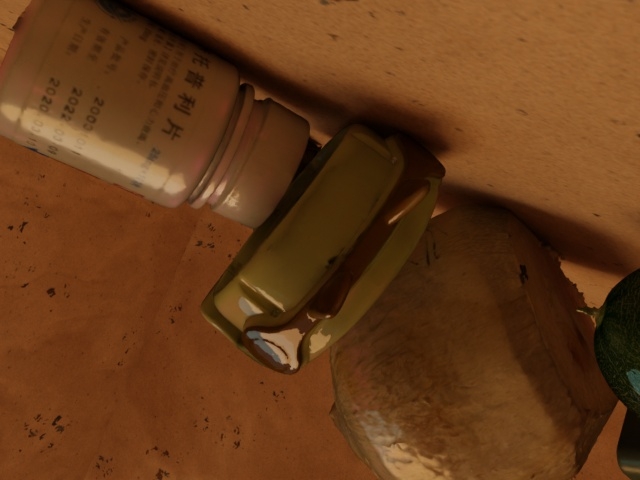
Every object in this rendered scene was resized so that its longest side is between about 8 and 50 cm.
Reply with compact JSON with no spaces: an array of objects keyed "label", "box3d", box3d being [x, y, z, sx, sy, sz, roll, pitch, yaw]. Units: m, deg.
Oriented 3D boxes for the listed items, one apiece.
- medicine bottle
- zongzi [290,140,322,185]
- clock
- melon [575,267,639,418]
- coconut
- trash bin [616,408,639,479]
[{"label":"medicine bottle","box3d":[-0.169,-0.128,0.753,0.293,0.170,0.170,26,177,-20]},{"label":"zongzi","box3d":[-0.107,-0.082,0.994,0.187,0.184,0.084,25,177,-37]},{"label":"clock","box3d":[0.000,0.000,0.775,0.117,0.286,0.348,39,170,-8]},{"label":"melon","box3d":[0.371,0.109,0.650,0.287,0.182,0.182,21,177,9]},{"label":"coconut","box3d":[0.176,0.175,0.990,0.404,0.405,0.404,24,178,1]},{"label":"trash bin","box3d":[0.565,0.262,0.862,0.223,0.158,0.343,40,153,-23]}]
